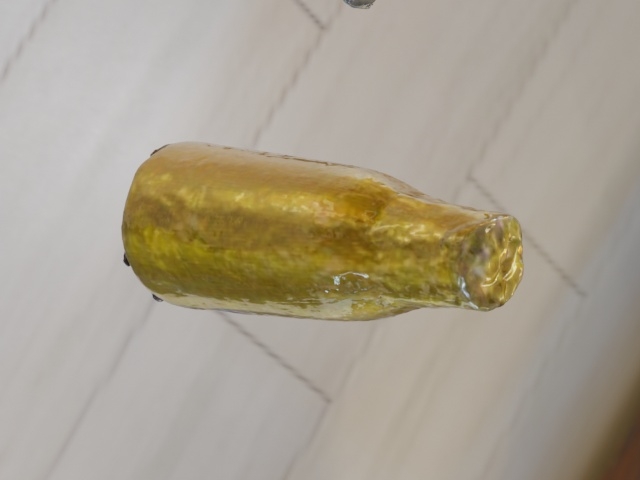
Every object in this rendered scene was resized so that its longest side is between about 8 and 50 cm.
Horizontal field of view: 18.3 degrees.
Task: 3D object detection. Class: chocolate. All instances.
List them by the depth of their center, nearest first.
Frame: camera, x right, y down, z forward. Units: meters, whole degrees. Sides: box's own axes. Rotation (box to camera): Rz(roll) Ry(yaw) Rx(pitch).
[{"bbox_3d":[0.000,0.000,0.865,0.085,0.219,0.086,-4,97,-38],"label":"chocolate"}]

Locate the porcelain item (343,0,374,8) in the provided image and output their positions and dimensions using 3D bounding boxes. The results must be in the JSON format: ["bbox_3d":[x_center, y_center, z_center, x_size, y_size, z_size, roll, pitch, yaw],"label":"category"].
[{"bbox_3d":[-0.011,-0.191,1.261,0.136,0.021,0.075,4,123,-32],"label":"porcelain item"}]
